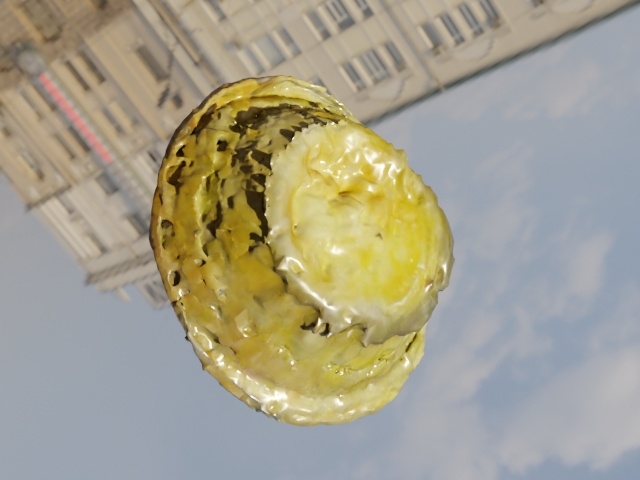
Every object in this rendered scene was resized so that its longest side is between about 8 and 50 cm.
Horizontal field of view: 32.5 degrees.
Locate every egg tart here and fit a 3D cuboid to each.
[{"bbox_3d":[0.000,0.000,0.569,0.074,0.191,0.191,-22,-157,52],"label":"egg tart"}]
